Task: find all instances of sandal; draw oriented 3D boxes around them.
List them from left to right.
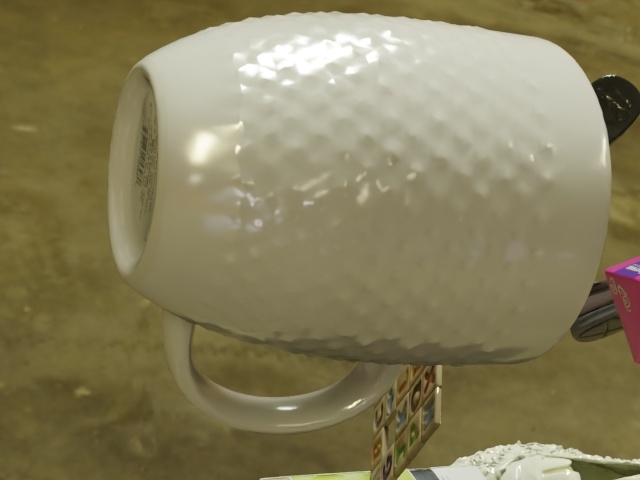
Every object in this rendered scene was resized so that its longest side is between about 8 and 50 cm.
[{"bbox_3d":[0.198,-0.072,1.010,0.067,0.179,0.040,41,-3,16],"label":"sandal"}]

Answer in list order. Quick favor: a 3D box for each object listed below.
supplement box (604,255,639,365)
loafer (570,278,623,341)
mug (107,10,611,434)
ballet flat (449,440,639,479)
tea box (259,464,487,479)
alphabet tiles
[{"bbox_3d":[0.417,0.046,1.208,0.220,0.114,0.111,-22,8,-6],"label":"supplement box"},{"bbox_3d":[0.507,0.055,1.833,0.109,0.303,0.095,33,35,-56],"label":"loafer"},{"bbox_3d":[0.000,0.000,0.970,0.328,0.374,0.276,4,29,-22],"label":"mug"},{"bbox_3d":[0.350,0.322,1.552,0.409,0.147,0.147,2,27,-7],"label":"ballet flat"},{"bbox_3d":[0.088,0.441,1.317,0.324,0.220,0.329,6,34,-35],"label":"tea box"},{"bbox_3d":[0.089,0.133,1.261,0.009,0.198,0.237,13,51,-10],"label":"alphabet tiles"}]
